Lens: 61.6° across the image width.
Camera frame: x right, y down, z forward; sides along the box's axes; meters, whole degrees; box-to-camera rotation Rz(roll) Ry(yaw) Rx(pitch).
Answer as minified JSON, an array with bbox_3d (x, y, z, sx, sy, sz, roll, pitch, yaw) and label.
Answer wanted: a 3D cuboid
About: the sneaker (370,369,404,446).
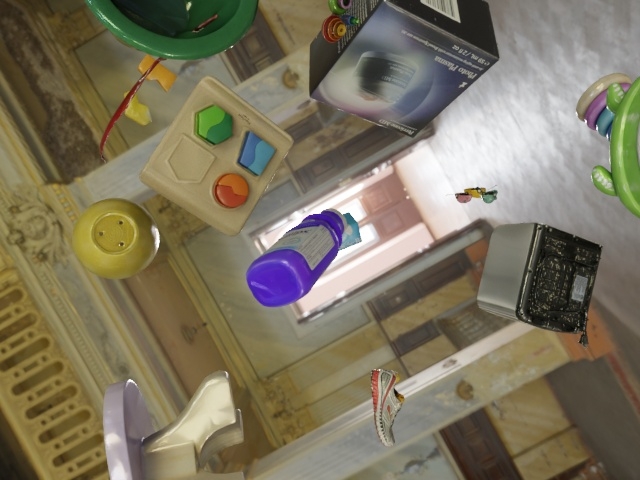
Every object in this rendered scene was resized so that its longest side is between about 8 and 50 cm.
[{"bbox_3d":[0.197,0.482,1.538,0.088,0.092,0.225,-56,-38,-82],"label":"sneaker"}]

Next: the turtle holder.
[{"bbox_3d":[0.586,-0.124,0.838,0.243,0.320,0.227,26,175,-23],"label":"turtle holder"}]

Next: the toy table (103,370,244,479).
[{"bbox_3d":[-0.187,0.318,0.755,0.252,0.160,0.274,-121,21,-67],"label":"toy table"}]

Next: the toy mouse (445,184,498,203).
[{"bbox_3d":[0.441,-0.122,1.515,0.143,0.161,0.031,-88,-7,-73],"label":"toy mouse"}]

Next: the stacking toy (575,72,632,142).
[{"bbox_3d":[0.748,-0.237,1.247,0.330,0.141,0.141,67,-173,33],"label":"stacking toy"}]

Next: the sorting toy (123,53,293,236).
[{"bbox_3d":[-0.218,-0.174,0.967,0.307,0.229,0.041,34,174,-26],"label":"sorting toy"}]

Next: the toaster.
[{"bbox_3d":[0.372,0.070,0.908,0.168,0.186,0.110,14,177,-26],"label":"toaster"}]

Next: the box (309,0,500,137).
[{"bbox_3d":[0.170,-0.409,1.169,0.296,0.294,0.183,15,-121,-25],"label":"box"}]

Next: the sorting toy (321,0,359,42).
[{"bbox_3d":[0.042,-0.417,0.997,0.061,0.102,0.042,5,-162,-43],"label":"sorting toy"}]

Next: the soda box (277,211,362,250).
[{"bbox_3d":[0.000,0.000,1.429,0.071,0.210,0.067,-123,13,-55],"label":"soda box"}]

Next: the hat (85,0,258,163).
[{"bbox_3d":[-0.190,-0.234,0.587,0.173,0.208,0.183,55,152,-7],"label":"hat"}]

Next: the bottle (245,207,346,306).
[{"bbox_3d":[-0.026,0.017,0.985,0.092,0.118,0.283,63,-150,-12],"label":"bottle"}]

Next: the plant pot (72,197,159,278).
[{"bbox_3d":[-0.321,-0.008,0.841,0.134,0.134,0.095,60,161,-5],"label":"plant pot"}]
